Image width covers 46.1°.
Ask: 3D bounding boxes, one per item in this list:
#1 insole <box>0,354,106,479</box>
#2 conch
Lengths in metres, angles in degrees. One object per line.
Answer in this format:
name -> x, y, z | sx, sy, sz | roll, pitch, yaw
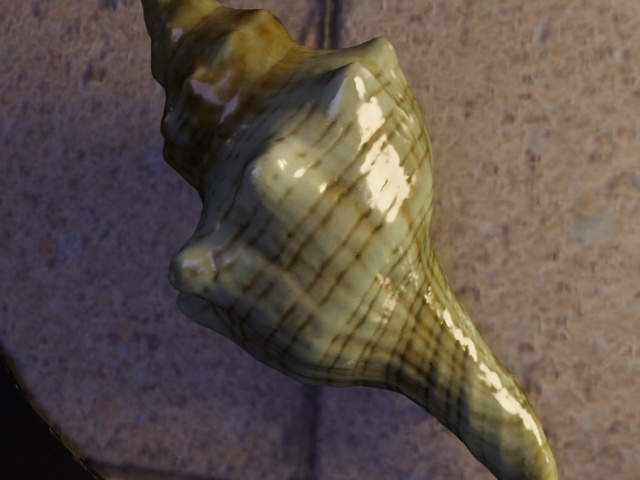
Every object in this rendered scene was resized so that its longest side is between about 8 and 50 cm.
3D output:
insole -> -0.252, 0.151, 0.597 | 0.309, 0.012, 0.110 | 36, 97, 16
conch -> -0.009, 0.001, 0.452 | 0.203, 0.170, 0.386 | -35, 74, 39
